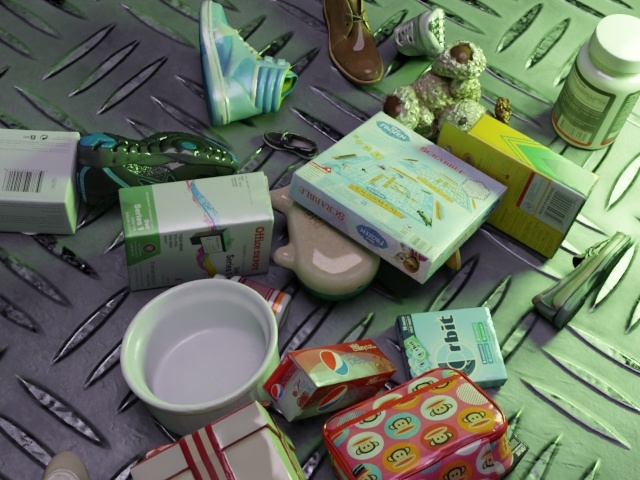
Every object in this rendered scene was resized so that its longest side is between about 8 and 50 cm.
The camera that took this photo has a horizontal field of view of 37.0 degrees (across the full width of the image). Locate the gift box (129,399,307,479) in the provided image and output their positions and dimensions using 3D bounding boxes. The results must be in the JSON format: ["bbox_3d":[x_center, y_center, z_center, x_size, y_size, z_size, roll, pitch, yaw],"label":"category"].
[{"bbox_3d":[-0.142,0.422,1.537,0.255,0.276,0.258,-26,66,-6],"label":"gift box"}]

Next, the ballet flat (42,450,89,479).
[{"bbox_3d":[-0.427,0.456,1.576,0.086,0.086,0.248,-1,57,-7],"label":"ballet flat"}]

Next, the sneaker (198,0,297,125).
[{"bbox_3d":[-0.164,-0.404,2.141,0.208,0.127,0.319,-7,68,-8],"label":"sneaker"}]

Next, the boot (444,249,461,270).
[{"bbox_3d":[0.140,-0.029,1.954,0.211,0.104,0.295,-20,60,-11],"label":"boot"}]

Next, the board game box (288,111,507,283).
[{"bbox_3d":[0.155,-0.095,1.869,0.318,0.066,0.318,34,44,18],"label":"board game box"}]

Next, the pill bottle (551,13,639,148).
[{"bbox_3d":[0.621,-0.345,2.090,0.161,0.283,0.161,3,57,-5],"label":"pill bottle"}]

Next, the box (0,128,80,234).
[{"bbox_3d":[-0.576,-0.118,1.909,0.181,0.119,0.182,3,56,-4],"label":"box"}]

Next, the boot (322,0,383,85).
[{"bbox_3d":[0.073,-0.494,2.230,0.112,0.115,0.305,-10,60,-14],"label":"boot"}]

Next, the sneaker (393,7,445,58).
[{"bbox_3d":[0.223,-0.457,2.154,0.118,0.292,0.110,0,94,5],"label":"sneaker"}]

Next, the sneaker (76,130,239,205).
[{"bbox_3d":[-0.336,-0.144,1.964,0.340,0.140,0.125,-1,26,-27],"label":"sneaker"}]

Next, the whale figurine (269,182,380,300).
[{"bbox_3d":[0.000,0.000,1.882,0.216,0.141,0.272,-31,65,-18],"label":"whale figurine"}]

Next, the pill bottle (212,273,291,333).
[{"bbox_3d":[-0.138,0.118,1.824,0.152,0.086,0.086,21,57,6],"label":"pill bottle"}]

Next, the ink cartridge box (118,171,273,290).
[{"bbox_3d":[-0.235,-0.016,1.831,0.278,0.201,0.117,-7,59,-12],"label":"ink cartridge box"}]

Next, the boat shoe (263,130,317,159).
[{"bbox_3d":[-0.065,-0.214,2.076,0.125,0.038,0.046,24,58,9],"label":"boat shoe"}]

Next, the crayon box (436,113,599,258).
[{"bbox_3d":[0.384,-0.123,1.966,0.318,0.202,0.081,32,53,13],"label":"crayon box"}]

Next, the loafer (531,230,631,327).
[{"bbox_3d":[0.530,0.060,1.934,0.084,0.096,0.267,35,62,23],"label":"loafer"}]

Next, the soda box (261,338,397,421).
[{"bbox_3d":[0.021,0.240,1.675,0.083,0.092,0.263,47,24,25],"label":"soda box"}]

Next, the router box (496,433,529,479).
[{"bbox_3d":[0.305,0.406,1.682,0.122,0.092,0.038,-36,67,-26],"label":"router box"}]

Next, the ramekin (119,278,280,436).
[{"bbox_3d":[-0.201,0.214,1.691,0.277,0.135,0.277,-6,49,6],"label":"ramekin"}]

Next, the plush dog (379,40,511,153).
[{"bbox_3d":[0.288,-0.270,2.095,0.262,0.210,0.225,-38,81,4],"label":"plush dog"}]

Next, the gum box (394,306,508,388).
[{"bbox_3d":[0.248,0.211,1.833,0.184,0.041,0.157,-5,58,-10],"label":"gum box"}]

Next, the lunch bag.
[{"bbox_3d":[0.159,0.341,1.658,0.293,0.120,0.258,-22,30,-14],"label":"lunch bag"}]
